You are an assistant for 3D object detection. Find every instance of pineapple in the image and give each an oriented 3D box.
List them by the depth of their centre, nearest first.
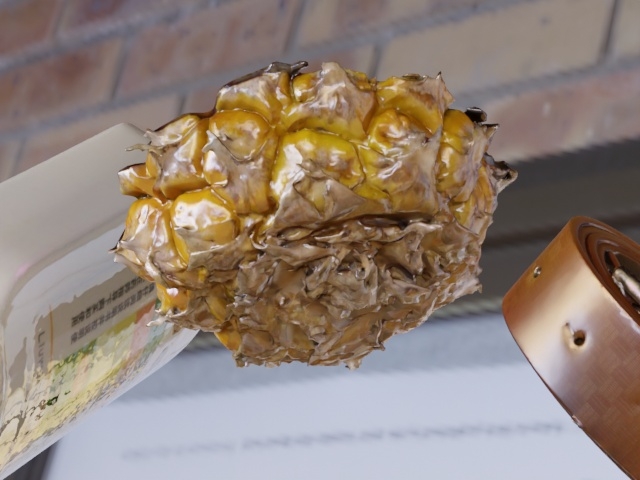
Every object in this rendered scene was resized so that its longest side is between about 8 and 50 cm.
[{"bbox_3d":[0.000,0.000,0.955,0.224,0.076,0.225,-8,140,-7],"label":"pineapple"}]

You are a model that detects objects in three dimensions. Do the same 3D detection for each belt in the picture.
[{"bbox_3d":[0.250,0.102,1.392,0.261,0.105,0.184,45,-159,18],"label":"belt"}]

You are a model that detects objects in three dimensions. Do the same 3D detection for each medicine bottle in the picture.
[{"bbox_3d":[-0.151,0.031,1.151,0.124,0.324,0.179,29,119,14],"label":"medicine bottle"}]
